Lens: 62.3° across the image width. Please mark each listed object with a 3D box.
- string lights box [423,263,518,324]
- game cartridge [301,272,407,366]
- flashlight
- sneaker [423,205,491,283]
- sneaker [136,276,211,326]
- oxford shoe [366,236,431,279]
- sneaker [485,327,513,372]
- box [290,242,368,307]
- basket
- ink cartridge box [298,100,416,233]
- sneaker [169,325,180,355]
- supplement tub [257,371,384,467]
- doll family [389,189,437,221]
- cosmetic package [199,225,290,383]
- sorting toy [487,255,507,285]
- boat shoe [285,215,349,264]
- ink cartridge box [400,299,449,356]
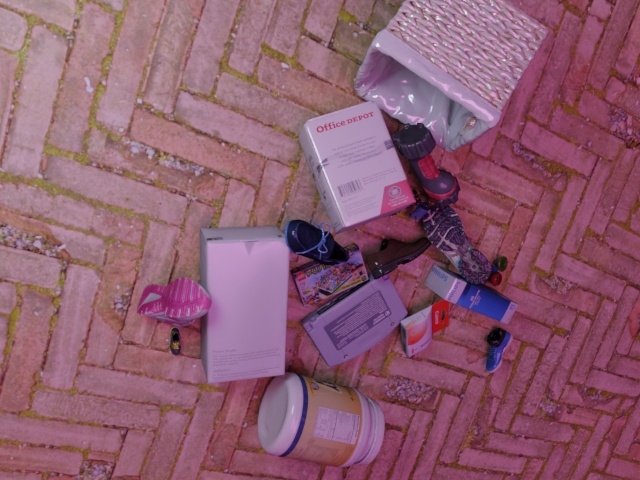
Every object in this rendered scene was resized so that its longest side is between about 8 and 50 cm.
[{"bbox_3d":[0.467,0.165,1.643,0.259,0.133,0.077,22,100,-23],"label":"string lights box"},{"bbox_3d":[0.109,0.238,1.581,0.294,0.060,0.196,-32,110,-9],"label":"game cartridge"},{"bbox_3d":[0.298,-0.199,1.429,0.103,0.103,0.304,-43,144,-1],"label":"flashlight"},{"bbox_3d":[0.394,0.006,1.595,0.110,0.122,0.283,-33,91,5],"label":"sneaker"},{"bbox_3d":[-0.343,0.158,1.318,0.111,0.252,0.103,33,63,-41],"label":"sneaker"},{"bbox_3d":[0.231,0.026,1.548,0.227,0.083,0.096,-22,77,-29],"label":"oxford shoe"},{"bbox_3d":[0.582,0.365,1.781,0.084,0.058,0.152,32,88,-30],"label":"sneaker"},{"bbox_3d":[0.027,0.099,1.520,0.207,0.036,0.114,-23,111,-12],"label":"box"},{"bbox_3d":[0.293,-0.428,1.276,0.331,0.328,0.266,32,87,-2],"label":"basket"},{"bbox_3d":[0.090,-0.187,1.366,0.207,0.117,0.283,-20,86,-14],"label":"ink cartridge box"},{"bbox_3d":[-0.391,0.273,1.418,0.031,0.035,0.083,-6,107,-17],"label":"sneaker"},{"bbox_3d":[0.002,0.521,1.524,0.316,0.228,0.228,21,97,-24],"label":"supplement tub"},{"bbox_3d":[0.239,-0.106,1.488,0.192,0.111,0.076,2,61,-23],"label":"doll family"},{"bbox_3d":[-0.204,0.162,1.392,0.217,0.156,0.385,0,104,-20],"label":"cosmetic package"},{"bbox_3d":[0.565,0.096,1.716,0.061,0.042,0.102,23,84,-39],"label":"sorting toy"},{"bbox_3d":[0.000,0.000,1.365,0.258,0.089,0.109,21,73,-61],"label":"boat shoe"},{"bbox_3d":[0.336,0.273,1.652,0.179,0.045,0.145,-22,132,-12],"label":"ink cartridge box"}]
